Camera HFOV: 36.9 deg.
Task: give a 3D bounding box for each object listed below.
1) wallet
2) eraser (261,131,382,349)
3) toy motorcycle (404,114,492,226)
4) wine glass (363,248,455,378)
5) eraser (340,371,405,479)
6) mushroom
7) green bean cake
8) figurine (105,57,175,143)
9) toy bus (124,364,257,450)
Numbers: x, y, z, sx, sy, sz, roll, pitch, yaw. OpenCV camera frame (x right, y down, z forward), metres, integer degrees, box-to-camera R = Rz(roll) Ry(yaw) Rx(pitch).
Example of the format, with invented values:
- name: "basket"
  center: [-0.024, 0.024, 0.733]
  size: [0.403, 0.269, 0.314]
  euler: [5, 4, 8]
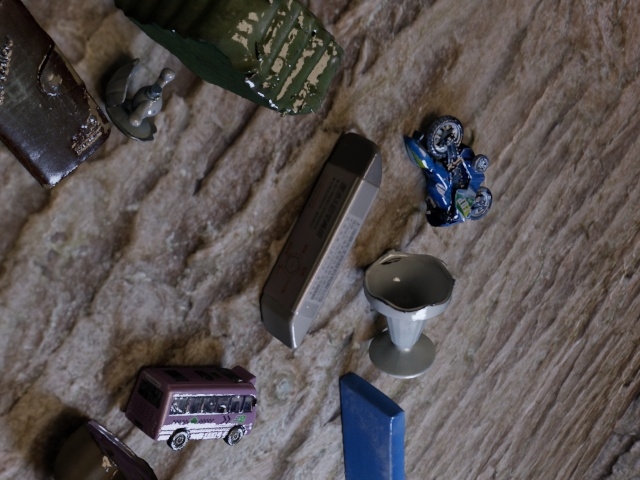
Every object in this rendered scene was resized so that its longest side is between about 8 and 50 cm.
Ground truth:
- name: "wallet"
  center: [-0.331, -0.167, 1.089]
  size: [0.122, 0.031, 0.232]
  euler: [-47, 140, -14]
- name: "eraser"
  center: [0.000, 0.000, 1.519]
  size: [0.061, 0.089, 0.352]
  euler: [23, 96, -48]
- name: "toy motorcycle"
  center: [0.226, -0.109, 1.705]
  size: [0.135, 0.092, 0.254]
  euler: [-40, 130, -10]
- name: "wine glass"
  center: [0.151, 0.136, 1.732]
  size: [0.164, 0.165, 0.197]
  euler: [-30, 141, -33]
- name: "eraser"
  center: [0.103, 0.404, 1.844]
  size: [0.042, 0.144, 0.312]
  euler: [-29, 132, -30]
- name: "mushroom"
  center: [-0.307, 0.339, 1.360]
  size: [0.117, 0.141, 0.188]
  euler: [-36, 138, 5]
- name: "green bean cake"
  center: [-0.105, -0.248, 1.136]
  size: [0.227, 0.222, 0.125]
  euler: [24, 95, -55]
- name: "figurine"
  center: [-0.221, -0.171, 1.167]
  size: [0.082, 0.094, 0.086]
  euler: [29, 126, -17]
- name: "toy bus"
  center: [-0.190, 0.248, 1.461]
  size: [0.198, 0.096, 0.108]
  euler: [8, 103, -47]
